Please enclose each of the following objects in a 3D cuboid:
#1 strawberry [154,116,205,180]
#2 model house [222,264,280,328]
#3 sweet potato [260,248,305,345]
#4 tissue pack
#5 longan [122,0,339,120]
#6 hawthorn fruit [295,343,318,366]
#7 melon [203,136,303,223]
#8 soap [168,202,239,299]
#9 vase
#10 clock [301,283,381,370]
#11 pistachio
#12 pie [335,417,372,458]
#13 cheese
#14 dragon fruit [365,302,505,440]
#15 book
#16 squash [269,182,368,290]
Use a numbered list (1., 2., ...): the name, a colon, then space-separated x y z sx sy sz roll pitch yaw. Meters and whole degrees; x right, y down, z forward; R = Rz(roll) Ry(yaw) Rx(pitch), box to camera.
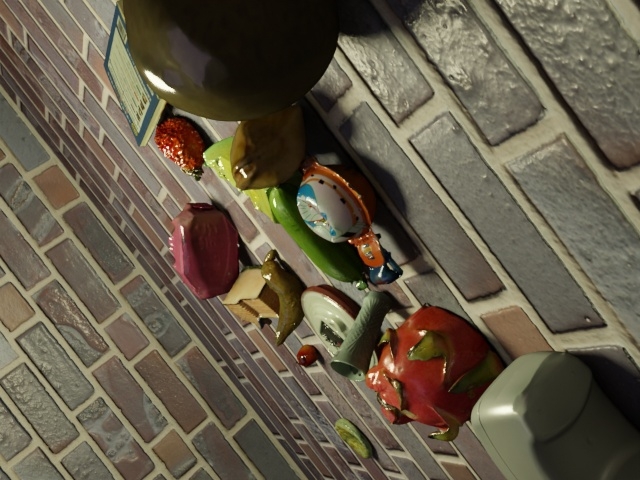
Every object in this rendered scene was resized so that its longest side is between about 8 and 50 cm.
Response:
1. strawberry: -0.402 -0.294 2.064 0.236 0.107 0.175 49 -165 13
2. model house: -0.184 0.194 2.311 0.183 0.166 0.172 -8 134 47
3. sweet potato: -0.106 0.176 2.176 0.124 0.098 0.309 -5 107 18
4. tissue pack: 0.452 0.385 1.332 0.333 0.229 0.236 50 154 3
5. longan: -0.149 -0.373 1.187 0.361 0.361 0.361 40 154 24
6. hawthorn fruit: -0.046 0.400 2.434 0.077 0.077 0.077 40 154 24
7. melon: -0.166 -0.174 1.773 0.323 0.124 0.196 37 145 36
8. soap: -0.379 0.029 2.315 0.127 0.220 0.324 19 117 45
9. vase: 0.108 0.229 1.728 0.096 0.219 0.096 20 149 12
10. clock: 0.056 0.267 2.056 0.318 0.080 0.318 41 155 24
11. pistachio: -0.118 -0.204 1.551 0.163 0.213 0.260 46 167 -9
12. pie: 0.127 0.751 2.661 0.187 0.041 0.186 39 154 24
13. cheese: 0.065 -0.044 1.539 0.329 0.129 0.217 55 157 -8
14. dragon fruit: 0.248 0.321 1.615 0.305 0.226 0.305 42 153 27
15. book: -0.552 -0.472 2.060 0.299 0.039 0.428 67 156 0
16. squash: 0.000 0.000 1.697 0.378 0.101 0.101 46 162 -33
